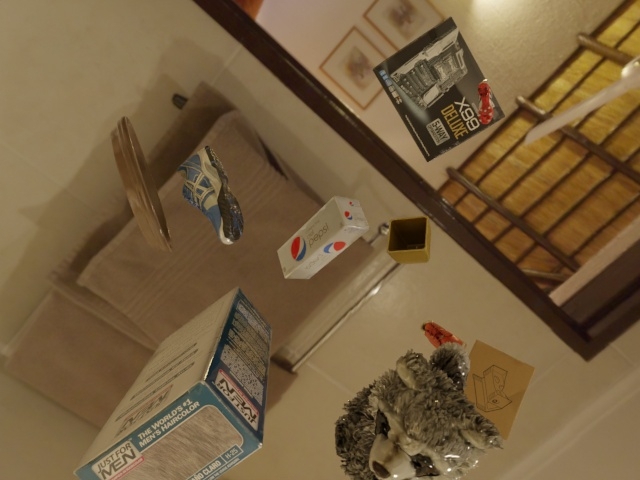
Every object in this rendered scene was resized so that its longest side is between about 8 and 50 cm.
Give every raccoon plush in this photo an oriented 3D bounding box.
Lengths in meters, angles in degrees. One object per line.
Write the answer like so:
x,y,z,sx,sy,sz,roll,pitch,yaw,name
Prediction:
0.185,0.230,0.802,0.446,0.216,0.299,-54,168,-50,raccoon plush

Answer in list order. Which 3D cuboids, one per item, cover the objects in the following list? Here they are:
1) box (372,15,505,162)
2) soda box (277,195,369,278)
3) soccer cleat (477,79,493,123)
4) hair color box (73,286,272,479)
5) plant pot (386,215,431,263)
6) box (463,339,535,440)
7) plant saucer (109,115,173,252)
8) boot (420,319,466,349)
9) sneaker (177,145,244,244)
0.327,-0.412,1.332,0.243,0.307,0.076,-29,-167,18,box
0.000,0.000,0.993,0.216,0.069,0.073,-41,-124,39,soda box
0.313,-0.262,0.904,0.029,0.083,0.035,5,-139,33,soccer cleat
-0.168,0.196,0.660,0.174,0.105,0.347,-37,-170,4,hair color box
0.190,0.009,0.986,0.081,0.083,0.081,-5,-124,25,plant pot
0.445,0.386,1.249,0.201,0.165,0.021,-61,163,-12,box
-0.352,-0.103,0.942,0.041,0.277,0.278,-19,-170,-13,plant saucer
0.286,0.234,1.136,0.059,0.084,0.158,-46,-175,-5,boot
-0.205,-0.076,0.893,0.081,0.080,0.211,-26,-118,3,sneaker
